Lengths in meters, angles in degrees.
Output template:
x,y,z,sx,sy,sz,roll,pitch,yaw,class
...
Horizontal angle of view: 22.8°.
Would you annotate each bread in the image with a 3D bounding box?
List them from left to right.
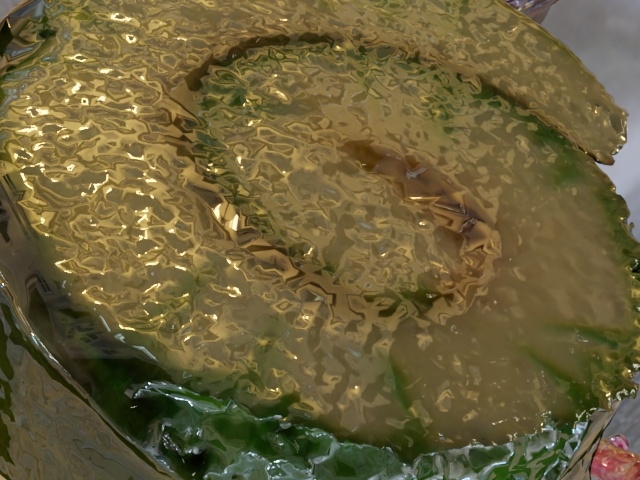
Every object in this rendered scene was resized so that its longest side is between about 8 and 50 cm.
x,y,z,sx,sy,sz,roll,pitch,yaw,class
0.000,0.000,0.780,0.382,0.129,0.366,-24,56,-36,bread

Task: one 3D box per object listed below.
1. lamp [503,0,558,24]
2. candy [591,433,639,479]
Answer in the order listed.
x,y,z,sx,sy,sz,roll,pitch,yaw,class
0.111,-0.268,1.256,0.247,0.247,0.247,1,70,-3,lamp
0.227,0.183,1.327,0.124,0.124,0.365,-46,37,-17,candy
